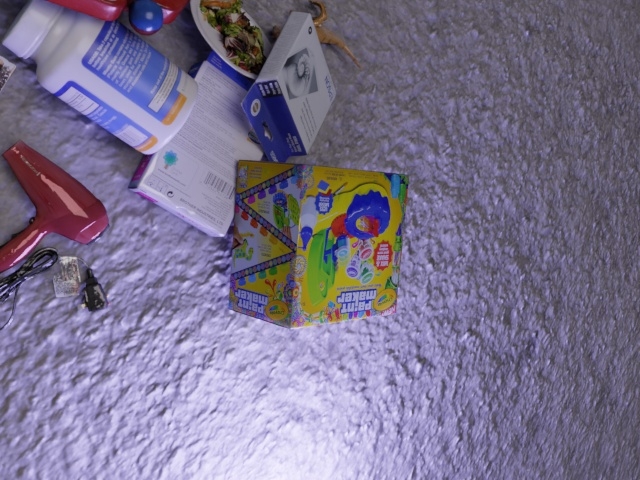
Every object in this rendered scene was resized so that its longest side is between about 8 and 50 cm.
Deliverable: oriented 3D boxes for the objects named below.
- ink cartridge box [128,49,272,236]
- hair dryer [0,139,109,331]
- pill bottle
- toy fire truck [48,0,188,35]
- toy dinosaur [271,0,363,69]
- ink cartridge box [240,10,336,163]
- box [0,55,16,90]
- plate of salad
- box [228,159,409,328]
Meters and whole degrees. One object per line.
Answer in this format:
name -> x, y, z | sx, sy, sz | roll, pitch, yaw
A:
ink cartridge box -> -0.194, -0.184, 1.221 | 0.186, 0.065, 0.311 | 33, 75, -33
hair dryer -> -0.438, -0.008, 1.038 | 0.223, 0.080, 0.293 | -6, 96, -35
pill bottle -> -0.341, -0.269, 1.053 | 0.272, 0.152, 0.152 | 36, 72, -32
toy fire truck -> -0.319, -0.421, 0.993 | 0.302, 0.169, 0.254 | 12, 57, -35
toy dinosaur -> -0.006, -0.422, 1.360 | 0.211, 0.064, 0.112 | 3, 108, -27
ink cartridge box -> -0.050, -0.266, 1.255 | 0.224, 0.045, 0.223 | -66, 155, -22
box -> -0.539, -0.177, 0.969 | 0.087, 0.058, 0.232 | 31, 75, -33
plate of salad -> -0.146, -0.374, 1.204 | 0.200, 0.048, 0.200 | 35, 37, -31
box -> 0.000, 0.000, 1.265 | 0.290, 0.177, 0.279 | -2, 99, -46
